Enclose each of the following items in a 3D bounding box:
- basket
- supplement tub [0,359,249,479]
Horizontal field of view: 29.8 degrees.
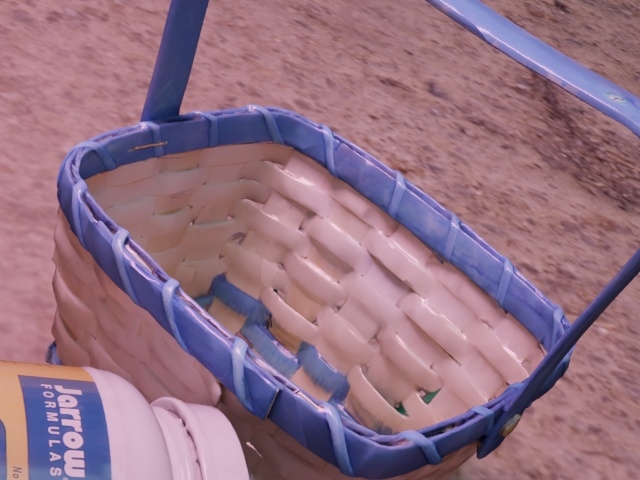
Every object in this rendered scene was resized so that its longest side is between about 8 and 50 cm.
[{"bbox_3d":[0.000,0.000,0.565,0.255,0.289,0.201,43,40,21],"label":"basket"},{"bbox_3d":[-0.139,0.113,0.439,0.200,0.144,0.144,8,35,-25],"label":"supplement tub"}]
